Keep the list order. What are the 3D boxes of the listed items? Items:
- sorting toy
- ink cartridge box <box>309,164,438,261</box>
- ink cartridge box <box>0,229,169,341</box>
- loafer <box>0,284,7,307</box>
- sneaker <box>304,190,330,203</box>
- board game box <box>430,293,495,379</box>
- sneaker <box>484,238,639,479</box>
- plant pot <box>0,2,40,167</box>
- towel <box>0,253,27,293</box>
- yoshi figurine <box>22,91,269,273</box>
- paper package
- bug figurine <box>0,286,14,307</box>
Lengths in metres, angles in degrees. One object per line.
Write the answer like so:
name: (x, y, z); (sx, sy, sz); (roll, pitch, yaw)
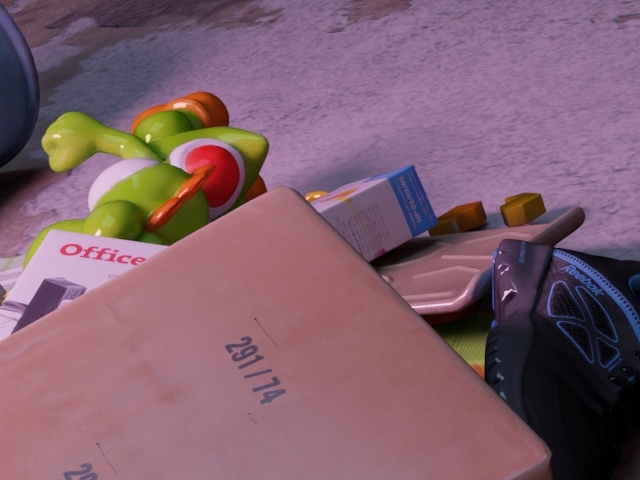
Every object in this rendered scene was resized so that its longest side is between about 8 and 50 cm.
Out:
sorting toy: (0.113, 0.021, 1.720); (0.229, 0.041, 0.307); (-12, 11, 36)
ink cartridge box: (0.000, 0.000, 1.737); (0.181, 0.061, 0.104); (-28, 7, -38)
ink cartridge box: (-0.162, 0.122, 1.538); (0.197, 0.114, 0.273); (8, 37, 14)
loafer: (-0.444, 0.075, 1.893); (0.319, 0.111, 0.112); (-12, 22, 20)
sneaker: (-0.061, 0.030, 1.816); (0.225, 0.093, 0.088); (-34, 26, -31)
board game box: (0.045, 0.097, 1.647); (0.259, 0.039, 0.124); (-7, 23, 22)
sneaker: (0.186, 0.099, 1.409); (0.139, 0.125, 0.341); (1, 32, 7)
plant pot: (-0.548, -0.122, 2.312); (0.341, 0.341, 0.334); (-8, 33, 27)
towel: (-0.353, 0.051, 2.102); (0.113, 0.023, 0.152); (-10, 23, 20)
yoshi figurine: (-0.176, -0.014, 1.854); (0.203, 0.203, 0.362); (16, 18, 7)
paper package: (-0.051, 0.164, 1.247); (0.309, 0.168, 0.325); (-30, 46, -16)
bug figurine: (-0.328, 0.163, 1.662); (0.279, 0.072, 0.216); (-41, 11, 18)
